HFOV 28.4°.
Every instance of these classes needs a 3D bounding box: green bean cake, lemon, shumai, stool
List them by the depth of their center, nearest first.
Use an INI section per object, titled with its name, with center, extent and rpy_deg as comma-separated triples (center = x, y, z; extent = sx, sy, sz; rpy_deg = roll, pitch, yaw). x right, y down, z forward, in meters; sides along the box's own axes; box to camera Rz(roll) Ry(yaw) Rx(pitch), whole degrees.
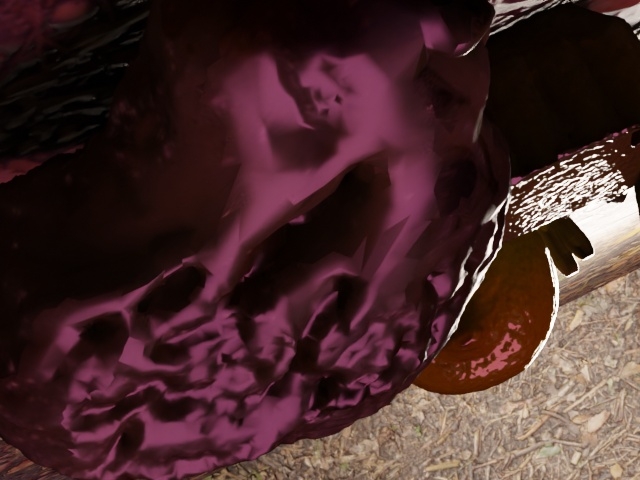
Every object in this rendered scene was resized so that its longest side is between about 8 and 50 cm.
[shumai]
center = -0.010, -0.025, 0.633
extent = 0.346, 0.217, 0.283
rpy_deg = -15, 164, -31
[green bean cake]
center = 0.134, -0.064, 0.968
extent = 0.236, 0.124, 0.233
rpy_deg = -25, 167, -5
[lemon]
center = 0.128, 0.050, 1.174
extent = 0.187, 0.186, 0.244
rpy_deg = -27, -166, 7
[stool]
center = 0.243, -0.001, 1.472
extent = 0.134, 0.110, 0.135
rpy_deg = -34, 164, 36

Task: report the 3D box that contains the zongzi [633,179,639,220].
[zongzi]
center = 0.326, -0.096, 1.001
extent = 0.115, 0.256, 0.228
rpy_deg = 22, 148, -11
